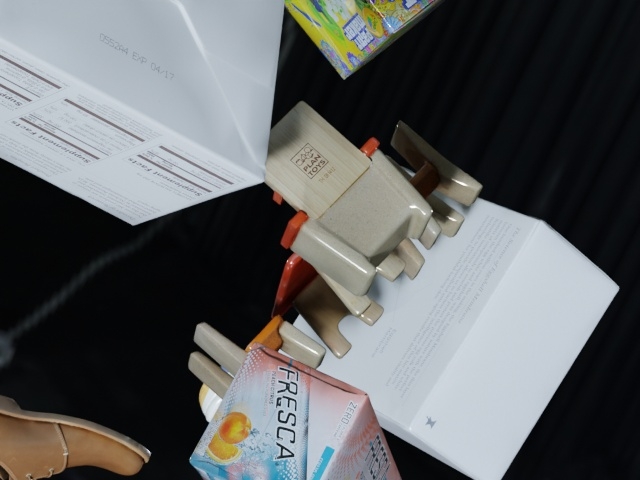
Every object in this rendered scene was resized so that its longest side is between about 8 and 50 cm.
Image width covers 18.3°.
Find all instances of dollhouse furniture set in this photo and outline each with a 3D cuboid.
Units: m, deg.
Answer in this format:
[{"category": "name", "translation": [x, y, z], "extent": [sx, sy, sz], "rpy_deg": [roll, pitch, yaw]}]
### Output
[{"category": "dollhouse furniture set", "translation": [0.000, 0.000, 1.626], "extent": [0.135, 0.262, 0.259], "rpy_deg": [41, 160, 8]}]

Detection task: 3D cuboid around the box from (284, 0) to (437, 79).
[{"category": "box", "translation": [0.031, -0.363, 2.250], "extent": [0.279, 0.177, 0.290], "rpy_deg": [52, 168, -3]}]

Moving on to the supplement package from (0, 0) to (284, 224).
[{"category": "supplement package", "translation": [-0.170, -0.163, 1.421], "extent": [0.262, 0.145, 0.204], "rpy_deg": [28, -123, -40]}]

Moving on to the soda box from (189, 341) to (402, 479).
[{"category": "soda box", "translation": [-0.006, 0.109, 0.910], "extent": [0.058, 0.063, 0.183], "rpy_deg": [24, 165, 16]}]

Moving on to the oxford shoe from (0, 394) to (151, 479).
[{"category": "oxford shoe", "translation": [-0.262, 0.196, 1.848], "extent": [0.212, 0.076, 0.076], "rpy_deg": [16, 161, -22]}]

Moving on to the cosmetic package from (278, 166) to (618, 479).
[{"category": "cosmetic package", "translation": [0.117, 0.077, 1.859], "extent": [0.138, 0.224, 0.225], "rpy_deg": [37, 173, -35]}]

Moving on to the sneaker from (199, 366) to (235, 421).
[{"category": "sneaker", "translation": [0.004, 0.193, 2.452], "extent": [0.296, 0.112, 0.131], "rpy_deg": [-19, -119, -17]}]
